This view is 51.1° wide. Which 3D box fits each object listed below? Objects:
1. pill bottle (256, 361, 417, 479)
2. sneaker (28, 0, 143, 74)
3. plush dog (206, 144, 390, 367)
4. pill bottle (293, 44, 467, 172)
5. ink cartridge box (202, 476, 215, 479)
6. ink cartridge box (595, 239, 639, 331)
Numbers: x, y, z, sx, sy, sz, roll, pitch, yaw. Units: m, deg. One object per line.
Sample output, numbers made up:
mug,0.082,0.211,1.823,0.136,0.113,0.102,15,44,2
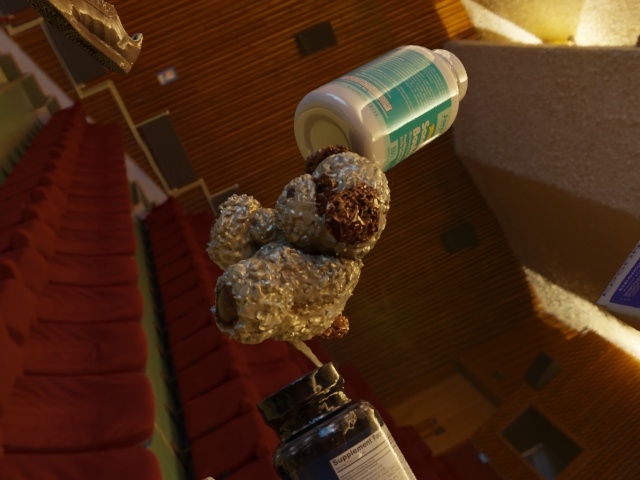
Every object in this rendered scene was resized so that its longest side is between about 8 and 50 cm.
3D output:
pill bottle,0.027,0.241,0.676,0.219,0.123,0.123,59,-9,12
sneaker,-0.331,-0.317,0.943,0.066,0.071,0.188,16,-17,37
plush dog,0.000,0.000,0.793,0.210,0.225,0.262,27,18,-22
pill bottle,0.099,-0.189,0.959,0.146,0.264,0.146,32,-39,31
ink cartridge box,-0.083,0.205,0.345,0.063,0.150,0.109,36,-19,5
ink cartridge box,0.374,-0.043,0.584,0.072,0.303,0.307,35,7,16
